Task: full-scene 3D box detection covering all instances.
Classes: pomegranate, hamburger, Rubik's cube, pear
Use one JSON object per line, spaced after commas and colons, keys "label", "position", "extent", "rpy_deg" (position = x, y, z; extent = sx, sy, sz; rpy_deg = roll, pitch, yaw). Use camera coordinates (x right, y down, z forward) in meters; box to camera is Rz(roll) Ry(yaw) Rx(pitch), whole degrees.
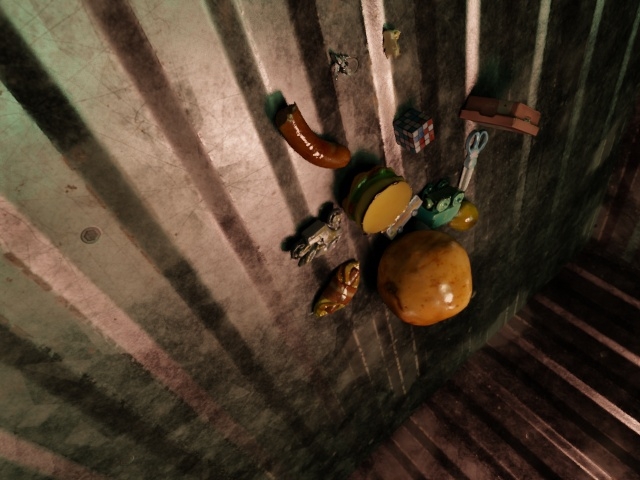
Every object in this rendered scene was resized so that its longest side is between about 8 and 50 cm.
{"label": "pomegranate", "position": [0.428, 0.134, 1.790], "extent": [0.409, 0.410, 0.411], "rpy_deg": [-25, 135, -28]}
{"label": "hamburger", "position": [0.179, -0.147, 1.492], "extent": [0.236, 0.149, 0.237], "rpy_deg": [-26, 144, -21]}
{"label": "Rubik's cube", "position": [0.306, -0.359, 1.486], "extent": [0.092, 0.092, 0.092], "rpy_deg": [-40, 140, -12]}
{"label": "pear", "position": [0.642, -0.102, 2.017], "extent": [0.140, 0.104, 0.141], "rpy_deg": [-22, 130, -29]}

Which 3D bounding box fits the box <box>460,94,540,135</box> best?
{"label": "box", "position": [0.661, -0.458, 1.659], "extent": [0.215, 0.215, 0.086], "rpy_deg": [-1, 109, -44]}

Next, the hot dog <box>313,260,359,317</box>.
{"label": "hot dog", "position": [0.076, 0.196, 1.708], "extent": [0.123, 0.093, 0.262], "rpy_deg": [21, 105, -51]}

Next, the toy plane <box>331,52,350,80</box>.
{"label": "toy plane", "position": [0.053, -0.467, 1.204], "extent": [0.079, 0.031, 0.083], "rpy_deg": [-62, 145, -10]}

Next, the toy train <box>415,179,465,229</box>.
{"label": "toy train", "position": [0.479, -0.142, 1.821], "extent": [0.203, 0.112, 0.163], "rpy_deg": [-20, 139, -31]}

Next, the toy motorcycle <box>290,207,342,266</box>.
{"label": "toy motorcycle", "position": [0.000, 0.000, 1.494], "extent": [0.225, 0.073, 0.152], "rpy_deg": [-44, 144, -10]}

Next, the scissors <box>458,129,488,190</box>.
{"label": "scissors", "position": [0.618, -0.325, 1.866], "extent": [0.125, 0.030, 0.256], "rpy_deg": [-16, 127, -37]}

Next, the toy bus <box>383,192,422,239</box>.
{"label": "toy bus", "position": [0.304, -0.097, 1.721], "extent": [0.191, 0.064, 0.075], "rpy_deg": [-49, 136, -1]}

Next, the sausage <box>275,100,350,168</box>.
{"label": "sausage", "position": [-0.020, -0.270, 1.252], "extent": [0.103, 0.076, 0.302], "rpy_deg": [-54, 141, 6]}

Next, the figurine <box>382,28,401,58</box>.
{"label": "figurine", "position": [0.204, -0.556, 1.274], "extent": [0.050, 0.047, 0.083], "rpy_deg": [-44, 136, -32]}
